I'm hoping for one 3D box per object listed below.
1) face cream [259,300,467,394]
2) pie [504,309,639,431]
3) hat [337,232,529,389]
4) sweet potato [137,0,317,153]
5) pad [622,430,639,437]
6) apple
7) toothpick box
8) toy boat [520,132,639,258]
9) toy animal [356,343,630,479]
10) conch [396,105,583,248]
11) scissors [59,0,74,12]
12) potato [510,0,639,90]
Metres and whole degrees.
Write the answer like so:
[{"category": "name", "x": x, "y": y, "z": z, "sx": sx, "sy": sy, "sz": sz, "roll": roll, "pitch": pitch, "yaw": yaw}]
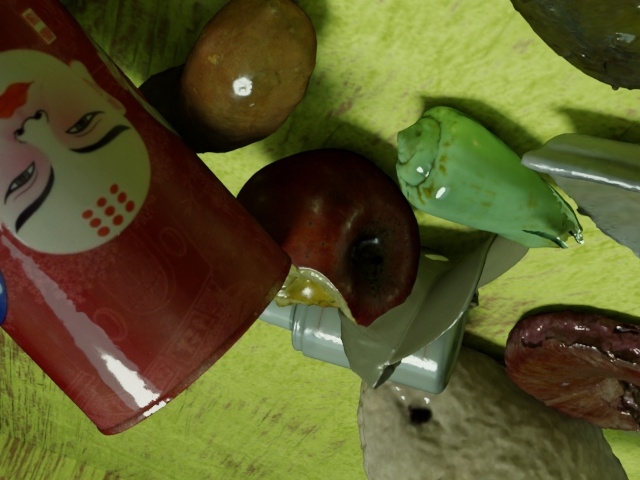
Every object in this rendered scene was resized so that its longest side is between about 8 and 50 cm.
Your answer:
[{"category": "face cream", "x": 0.018, "y": 0.076, "z": 1.482, "sx": 0.251, "sy": 0.101, "sz": 0.101, "roll": 16, "pitch": 158, "yaw": 12}, {"category": "pie", "x": 0.283, "y": 0.132, "z": 1.447, "sx": 0.204, "sy": 0.054, "sz": 0.219, "roll": 23, "pitch": 158, "yaw": -9}, {"category": "hat", "x": 0.093, "y": 0.027, "z": 1.305, "sx": 0.144, "sy": 0.166, "sz": 0.173, "roll": 33, "pitch": 133, "yaw": 20}, {"category": "sweet potato", "x": -0.081, "y": -0.112, "z": 1.127, "sx": 0.097, "sy": 0.097, "sz": 0.292, "roll": 27, "pitch": 158, "yaw": -18}, {"category": "pad", "x": 0.421, "y": 0.202, "z": 1.564, "sx": 0.232, "sy": 0.004, "sz": 0.156, "roll": 8, "pitch": 155, "yaw": 28}, {"category": "apple", "x": -0.002, "y": -0.007, "z": 1.248, "sx": 0.156, "sy": 0.147, "sz": 0.158, "roll": -4, "pitch": -172, "yaw": -40}, {"category": "toothpick box", "x": -0.204, "y": -0.041, "z": 1.093, "sx": 0.333, "sy": 0.204, "sz": 0.204, "roll": 47, "pitch": 152, "yaw": -11}, {"category": "toy boat", "x": 0.334, "y": 0.009, "z": 1.067, "sx": 0.293, "sy": 0.111, "sz": 0.276, "roll": 19, "pitch": 163, "yaw": 40}, {"category": "toy animal", "x": 0.185, "y": 0.250, "z": 1.577, "sx": 0.358, "sy": 0.227, "sz": 0.188, "roll": 25, "pitch": 161, "yaw": -11}, {"category": "conch", "x": 0.124, "y": -0.040, "z": 1.138, "sx": 0.170, "sy": 0.079, "sz": 0.105, "roll": 33, "pitch": 173, "yaw": -17}, {"category": "scissors", "x": -0.203, "y": -0.194, "z": 1.130, "sx": 0.110, "sy": 0.021, "sz": 0.212, "roll": 34, "pitch": 155, "yaw": -25}, {"category": "potato", "x": 0.151, "y": -0.169, "z": 0.754, "sx": 0.149, "sy": 0.113, "sz": 0.251, "roll": 12, "pitch": 159, "yaw": 28}]
